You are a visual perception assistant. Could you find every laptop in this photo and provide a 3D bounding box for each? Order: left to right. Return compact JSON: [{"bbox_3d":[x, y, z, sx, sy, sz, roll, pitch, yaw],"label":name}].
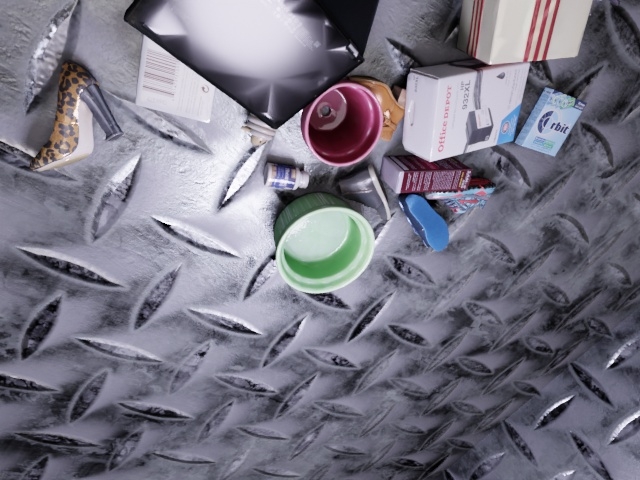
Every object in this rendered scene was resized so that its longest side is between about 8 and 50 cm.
[{"bbox_3d":[-0.086,-0.500,0.779,0.408,0.236,0.382,-31,146,26],"label":"laptop"}]

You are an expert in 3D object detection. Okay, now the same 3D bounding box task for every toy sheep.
[{"bbox_3d":[-0.149,-0.308,1.032,0.091,0.091,0.132,13,111,-25],"label":"toy sheep"}]

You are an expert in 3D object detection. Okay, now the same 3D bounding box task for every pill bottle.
[{"bbox_3d":[-0.097,-0.180,1.139,0.120,0.067,0.067,5,120,-21],"label":"pill bottle"}]

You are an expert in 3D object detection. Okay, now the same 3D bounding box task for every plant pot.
[{"bbox_3d":[0.035,-0.317,1.025,0.202,0.180,0.201,-9,124,-13],"label":"plant pot"}]

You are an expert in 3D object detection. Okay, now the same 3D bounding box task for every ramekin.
[{"bbox_3d":[0.000,0.000,1.236,0.304,0.148,0.303,-9,124,-13],"label":"ramekin"}]

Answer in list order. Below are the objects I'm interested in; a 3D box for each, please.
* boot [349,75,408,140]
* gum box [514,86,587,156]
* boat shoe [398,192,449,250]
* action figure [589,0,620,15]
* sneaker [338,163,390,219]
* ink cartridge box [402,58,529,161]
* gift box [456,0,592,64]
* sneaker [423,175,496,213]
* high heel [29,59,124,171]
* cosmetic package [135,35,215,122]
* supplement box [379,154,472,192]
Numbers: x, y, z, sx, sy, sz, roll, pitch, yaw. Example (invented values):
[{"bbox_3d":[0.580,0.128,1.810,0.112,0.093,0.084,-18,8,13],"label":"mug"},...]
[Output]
[{"bbox_3d":[0.147,-0.360,1.100,0.197,0.073,0.152,9,119,-23],"label":"boot"},{"bbox_3d":[0.746,-0.381,1.300,0.157,0.041,0.184,8,119,-22],"label":"gum box"},{"bbox_3d":[0.352,-0.072,1.347,0.109,0.089,0.258,-40,121,-7],"label":"boat shoe"},{"bbox_3d":[0.817,-0.738,1.043,0.164,0.140,0.276,19,140,-36],"label":"action figure"},{"bbox_3d":[0.142,-0.136,1.252,0.118,0.083,0.222,-17,134,16],"label":"sneaker"},{"bbox_3d":[0.398,-0.369,1.113,0.308,0.129,0.223,-17,126,-20],"label":"ink cartridge box"},{"bbox_3d":[0.500,-0.593,0.962,0.277,0.255,0.258,-10,126,-5],"label":"gift box"},{"bbox_3d":[0.455,-0.138,1.325,0.262,0.104,0.125,-3,124,-16],"label":"sneaker"},{"bbox_3d":[-0.603,-0.279,0.924,0.261,0.093,0.186,-22,104,12],"label":"high heel"},{"bbox_3d":[-0.308,-0.369,0.878,0.152,0.183,0.151,9,118,-22],"label":"cosmetic package"},{"bbox_3d":[0.318,-0.206,1.219,0.240,0.130,0.073,-5,123,-14],"label":"supplement box"}]
